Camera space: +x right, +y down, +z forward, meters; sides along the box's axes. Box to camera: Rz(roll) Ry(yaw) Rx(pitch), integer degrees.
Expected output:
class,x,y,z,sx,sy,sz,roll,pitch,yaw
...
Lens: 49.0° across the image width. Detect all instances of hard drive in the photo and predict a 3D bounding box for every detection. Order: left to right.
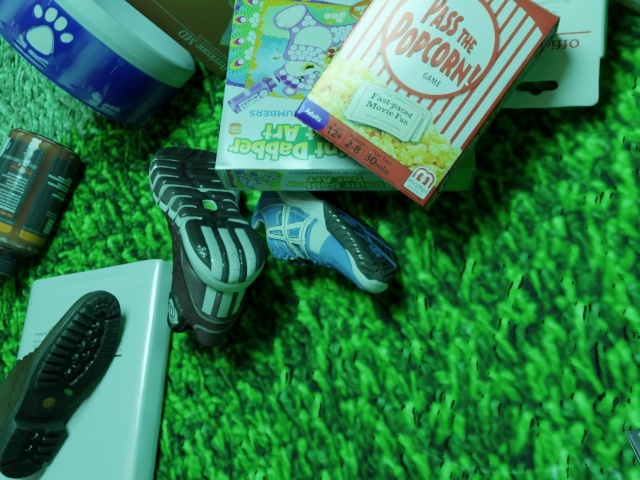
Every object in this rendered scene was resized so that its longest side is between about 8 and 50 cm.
class,x,y,z,sx,sy,sz,roll,pitch,yaw
hard drive,-0.286,0.209,0.835,0.233,0.047,0.353,-9,66,29

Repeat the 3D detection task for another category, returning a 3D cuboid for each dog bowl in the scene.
class,x,y,z,sx,sy,sz,roll,pitch,yaw
dog bowl,-0.292,-0.272,0.898,0.104,0.265,0.265,-45,54,12

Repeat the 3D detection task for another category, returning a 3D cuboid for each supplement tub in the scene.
class,x,y,z,sx,sy,sz,roll,pitch,yaw
supplement tub,-0.425,-0.051,0.992,0.106,0.106,0.198,15,79,36

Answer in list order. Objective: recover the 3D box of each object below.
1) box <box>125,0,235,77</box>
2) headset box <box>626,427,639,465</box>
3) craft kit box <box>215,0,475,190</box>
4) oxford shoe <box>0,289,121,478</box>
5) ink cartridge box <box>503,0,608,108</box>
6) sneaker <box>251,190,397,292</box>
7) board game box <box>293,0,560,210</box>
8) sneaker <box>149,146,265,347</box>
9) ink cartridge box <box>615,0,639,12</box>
class,x,y,z,sx,sy,sz,roll,pitch,yaw
box,-0.048,-0.370,0.813,0.345,0.215,0.168,-19,62,26
headset box,0.343,0.178,0.406,0.293,0.110,0.218,-29,57,19
craft kit box,0.028,-0.170,0.723,0.250,0.061,0.246,0,71,6
oxford shoe,-0.312,0.145,0.798,0.096,0.083,0.227,33,89,42
ink cartridge box,0.203,-0.223,0.646,0.115,0.067,0.198,4,104,24
sneaker,0.000,0.000,0.726,0.081,0.080,0.211,-56,43,9
board game box,0.091,-0.147,0.622,0.147,0.045,0.193,36,96,13
sneaker,-0.148,0.012,0.798,0.281,0.106,0.162,-116,38,-54
ink cartridge box,0.376,-0.241,0.613,0.179,0.045,0.145,37,92,19
